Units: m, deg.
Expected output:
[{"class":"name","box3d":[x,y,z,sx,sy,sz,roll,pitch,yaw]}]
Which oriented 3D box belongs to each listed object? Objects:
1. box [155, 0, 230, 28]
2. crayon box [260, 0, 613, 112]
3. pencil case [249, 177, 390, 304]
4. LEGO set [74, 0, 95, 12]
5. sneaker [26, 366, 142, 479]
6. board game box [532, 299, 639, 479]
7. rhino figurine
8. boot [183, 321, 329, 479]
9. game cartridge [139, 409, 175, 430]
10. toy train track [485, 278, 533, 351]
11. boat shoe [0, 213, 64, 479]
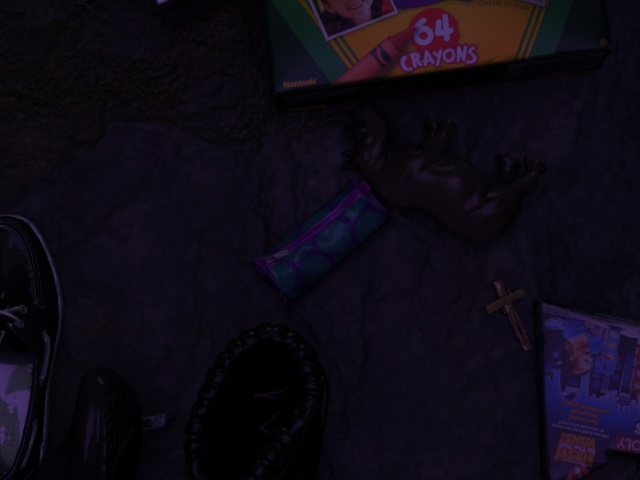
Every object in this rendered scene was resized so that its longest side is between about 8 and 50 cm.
[{"class":"box","box3d":[-0.162,-0.356,1.540,0.114,0.103,0.203,-25,84,-1]},{"class":"crayon box","box3d":[0.108,-0.323,1.527,0.363,0.106,0.313,-8,84,0]},{"class":"pencil case","box3d":[0.000,0.000,1.514,0.151,0.070,0.064,-40,60,-5]},{"class":"LEGO set","box3d":[-0.268,-0.297,1.576,0.054,0.023,0.083,-34,84,-2]},{"class":"sneaker","box3d":[-0.263,0.265,1.449,0.130,0.109,0.286,13,103,11]},{"class":"board game box","box3d":[0.306,0.177,1.492,0.194,0.060,0.194,12,85,3]},{"class":"rhino figurine","box3d":[0.112,-0.081,1.519,0.243,0.073,0.106,25,82,5]},{"class":"boot","box3d":[-0.065,0.259,1.391,0.131,0.260,0.348,4,84,2]},{"class":"game cartridge","box3d":[-0.200,0.196,1.504,0.083,0.056,0.017,-9,92,8]},{"class":"toy train track","box3d":[0.208,0.082,1.529,0.048,0.014,0.083,-25,89,-8]},{"class":"boat shoe","box3d":[-0.335,0.117,1.498,0.114,0.091,0.302,-6,84,1]}]
